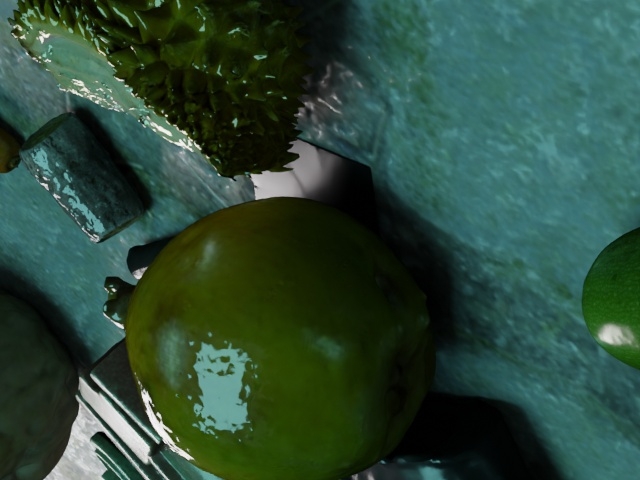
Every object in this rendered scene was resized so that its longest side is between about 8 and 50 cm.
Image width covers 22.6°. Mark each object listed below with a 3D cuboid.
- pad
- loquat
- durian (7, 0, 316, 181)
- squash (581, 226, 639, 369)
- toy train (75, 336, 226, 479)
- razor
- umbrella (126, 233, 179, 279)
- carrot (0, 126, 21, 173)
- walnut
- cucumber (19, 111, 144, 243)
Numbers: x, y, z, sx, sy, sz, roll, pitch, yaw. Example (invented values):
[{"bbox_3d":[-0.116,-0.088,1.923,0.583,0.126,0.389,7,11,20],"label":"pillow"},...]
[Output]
[{"bbox_3d":[0.000,0.000,1.192,0.127,0.004,0.190,25,141,35],"label":"pad"},{"bbox_3d":[-0.048,0.071,1.127,0.246,0.213,0.213,14,137,21],"label":"loquat"},{"bbox_3d":[-0.092,-0.130,1.051,0.250,0.183,0.138,20,103,44],"label":"durian"},{"bbox_3d":[0.268,0.024,0.790,0.379,0.101,0.101,-6,119,53],"label":"squash"},{"bbox_3d":[-0.075,0.192,1.329,0.304,0.150,0.221,46,162,7],"label":"toy train"},{"bbox_3d":[0.128,0.271,1.227,0.189,0.107,0.327,-3,122,48],"label":"razor"},{"bbox_3d":[-0.120,0.013,1.334,0.036,0.031,0.133,32,156,-25],"label":"umbrella"},{"bbox_3d":[-0.342,-0.127,1.453,0.190,0.037,0.037,41,148,15],"label":"carrot"},{"bbox_3d":[-0.373,0.162,1.630,0.248,0.248,0.248,32,145,26],"label":"walnut"},{"bbox_3d":[-0.197,-0.049,1.331,0.112,0.064,0.064,53,149,-13],"label":"cucumber"}]
